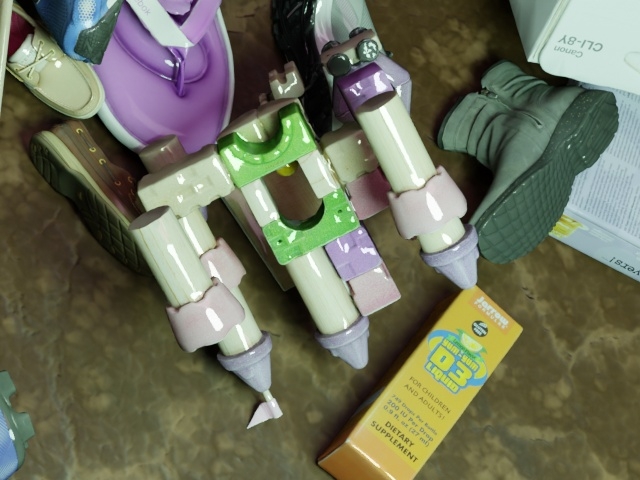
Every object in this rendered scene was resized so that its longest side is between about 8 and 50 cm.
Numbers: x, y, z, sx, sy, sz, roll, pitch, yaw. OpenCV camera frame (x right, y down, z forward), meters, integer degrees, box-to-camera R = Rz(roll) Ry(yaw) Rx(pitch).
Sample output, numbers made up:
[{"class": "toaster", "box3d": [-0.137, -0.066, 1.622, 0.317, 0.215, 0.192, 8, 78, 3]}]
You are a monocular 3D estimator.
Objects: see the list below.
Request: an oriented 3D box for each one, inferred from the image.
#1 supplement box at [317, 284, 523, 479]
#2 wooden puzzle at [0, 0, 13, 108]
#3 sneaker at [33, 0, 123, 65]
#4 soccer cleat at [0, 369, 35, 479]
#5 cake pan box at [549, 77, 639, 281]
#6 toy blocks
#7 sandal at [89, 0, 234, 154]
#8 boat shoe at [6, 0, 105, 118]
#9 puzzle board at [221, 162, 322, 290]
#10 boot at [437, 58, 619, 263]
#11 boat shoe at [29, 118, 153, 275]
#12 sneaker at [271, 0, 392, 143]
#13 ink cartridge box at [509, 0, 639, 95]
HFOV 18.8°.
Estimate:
[{"class": "supplement box", "box3d": [0.098, 0.148, 1.863, 0.078, 0.080, 0.233, 41, 55, -2]}, {"class": "wooden puzzle", "box3d": [-0.405, -0.191, 1.775, 0.239, 0.044, 0.221, 7, 93, -3]}, {"class": "sneaker", "box3d": [-0.289, -0.285, 1.853, 0.147, 0.130, 0.330, -3, 43, -33]}, {"class": "soccer cleat", "box3d": [-0.355, 0.090, 1.645, 0.121, 0.093, 0.289, -26, 75, -25]}, {"class": "cake pan box", "box3d": [0.366, -0.082, 2.093, 0.246, 0.070, 0.267, 26, 58, -10]}, {"class": "toy blocks", "box3d": [0.000, 0.000, 1.792, 0.288, 0.309, 0.260, -27, 109, 4]}, {"class": "sandal", "box3d": [-0.165, -0.274, 1.948, 0.169, 0.102, 0.416, 3, 65, -20]}, {"class": "boat shoe", "box3d": [-0.283, -0.181, 1.869, 0.170, 0.059, 0.063, 41, 99, 9]}, {"class": "puzzle board", "box3d": [-0.035, -0.021, 1.931, 0.096, 0.011, 0.128, -28, 78, -32]}, {"class": "boot", "box3d": [0.184, -0.082, 1.991, 0.161, 0.083, 0.246, 18, 55, 37]}, {"class": "boat shoe", "box3d": [-0.201, -0.046, 1.843, 0.060, 0.064, 0.178, -36, 80, -30]}, {"class": "sneaker", "box3d": [0.019, -0.204, 2.003, 0.108, 0.100, 0.271, 5, 69, -30]}, {"class": "ink cartridge box", "box3d": [0.342, -0.336, 2.085, 0.279, 0.160, 0.384, 10, 42, -19]}]
